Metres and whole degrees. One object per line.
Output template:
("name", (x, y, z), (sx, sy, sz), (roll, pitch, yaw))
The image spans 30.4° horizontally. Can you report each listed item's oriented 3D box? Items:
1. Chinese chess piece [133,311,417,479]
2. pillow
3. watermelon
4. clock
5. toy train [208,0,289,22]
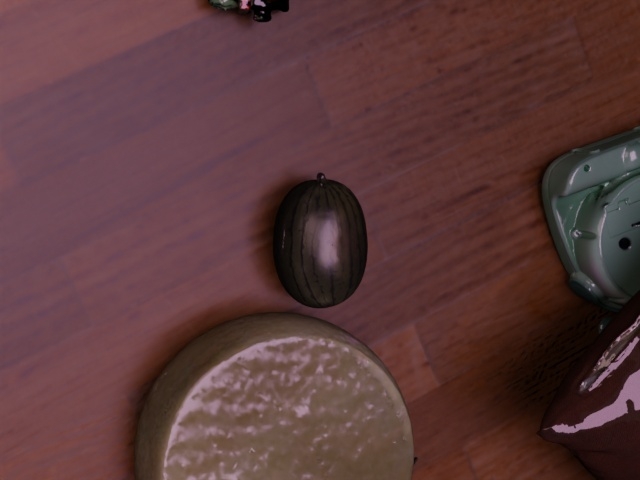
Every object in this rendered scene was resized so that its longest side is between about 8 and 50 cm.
("Chinese chess piece", (-0.035, 0.175, 0.953), (0.237, 0.092, 0.238), (-1, 94, -20))
("pillow", (0.350, 0.122, 1.038), (0.308, 0.108, 0.305), (-47, 133, -5))
("watermelon", (0.000, 0.000, 0.959), (0.078, 0.078, 0.111), (-1, 94, -19))
("clock", (0.290, -0.004, 1.068), (0.148, 0.060, 0.189), (-22, 103, -17))
("toy train", (-0.057, -0.298, 0.926), (0.085, 0.053, 0.250), (0, 95, -11))
